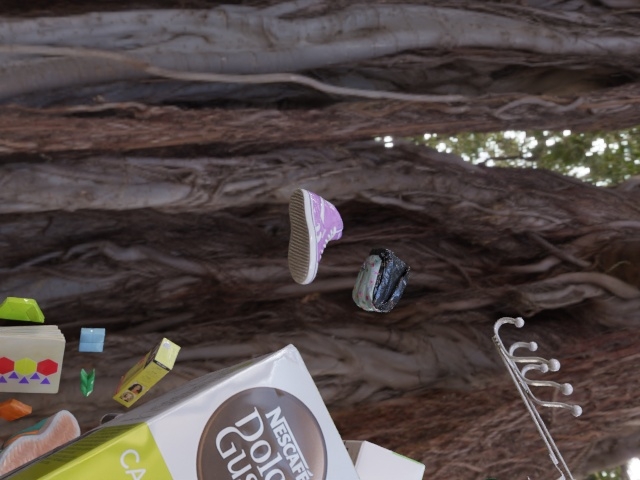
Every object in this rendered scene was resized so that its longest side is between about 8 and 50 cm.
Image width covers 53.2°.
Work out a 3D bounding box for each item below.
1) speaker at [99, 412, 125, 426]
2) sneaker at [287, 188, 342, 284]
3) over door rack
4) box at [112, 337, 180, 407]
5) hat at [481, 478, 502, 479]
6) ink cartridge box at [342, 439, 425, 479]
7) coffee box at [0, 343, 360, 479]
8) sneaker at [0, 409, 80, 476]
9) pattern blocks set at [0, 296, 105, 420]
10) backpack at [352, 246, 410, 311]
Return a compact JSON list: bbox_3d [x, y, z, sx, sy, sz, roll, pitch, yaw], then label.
[{"bbox_3d":[-0.536,0.485,1.686,0.136,0.055,0.055,-19,-100,53],"label":"speaker"},{"bbox_3d":[0.001,-0.001,1.741,0.102,0.161,0.282,-28,-129,43],"label":"sneaker"},{"bbox_3d":[0.425,0.327,1.182,0.239,0.108,0.324,49,27,-44],"label":"over door rack"},{"bbox_3d":[-0.482,0.367,1.765,0.232,0.058,0.087,-41,-158,31],"label":"box"},{"bbox_3d":[0.439,0.732,1.648,0.183,0.172,0.209,37,60,-65],"label":"hat"},{"bbox_3d":[0.151,0.669,1.866,0.273,0.198,0.115,134,-22,-68],"label":"ink cartridge box"},{"bbox_3d":[-0.152,0.350,0.684,0.338,0.334,0.338,-32,-97,56],"label":"coffee box"},{"bbox_3d":[-0.609,0.453,1.312,0.108,0.121,0.302,61,4,-2],"label":"sneaker"},{"bbox_3d":[-0.595,0.231,1.231,0.286,0.324,0.026,-64,-153,20],"label":"pattern blocks set"},{"bbox_3d":[0.177,0.128,1.929,0.115,0.152,0.182,1,-116,49],"label":"backpack"}]
